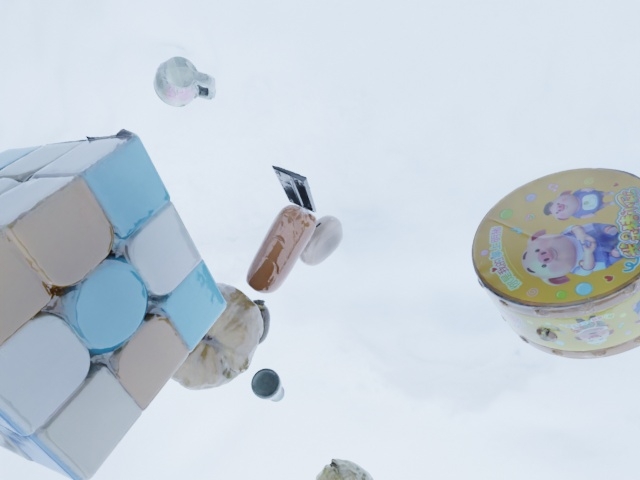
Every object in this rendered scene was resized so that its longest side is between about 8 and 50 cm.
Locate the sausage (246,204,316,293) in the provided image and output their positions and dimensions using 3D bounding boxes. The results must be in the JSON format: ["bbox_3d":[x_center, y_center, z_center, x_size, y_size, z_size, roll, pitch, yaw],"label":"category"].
[{"bbox_3d":[-0.117,0.024,1.425,0.121,0.121,0.304,43,122,18],"label":"sausage"}]

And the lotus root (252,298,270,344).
[{"bbox_3d":[-0.248,0.320,1.791,0.120,0.120,0.210,11,91,29],"label":"lotus root"}]

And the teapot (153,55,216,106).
[{"bbox_3d":[-0.507,-0.580,1.794,0.221,0.163,0.178,37,165,-17],"label":"teapot"}]

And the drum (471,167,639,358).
[{"bbox_3d":[0.586,0.043,1.118,0.431,0.431,0.214,-17,129,32],"label":"drum"}]

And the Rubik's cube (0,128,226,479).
[{"bbox_3d":[-0.414,0.076,0.716,0.346,0.347,0.345,2,127,32],"label":"Rubik's cube"}]

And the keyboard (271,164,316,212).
[{"bbox_3d":[-0.044,-0.092,0.902,0.067,0.202,0.011,23,80,9],"label":"keyboard"}]

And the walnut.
[{"bbox_3d":[-0.317,0.268,1.377,0.344,0.305,0.306,177,80,-73],"label":"walnut"}]

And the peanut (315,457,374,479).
[{"bbox_3d":[0.103,0.620,1.038,0.313,0.149,0.149,49,119,14],"label":"peanut"}]

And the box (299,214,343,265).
[{"bbox_3d":[0.000,0.000,1.681,0.088,0.200,0.146,27,142,33],"label":"box"}]

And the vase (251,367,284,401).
[{"bbox_3d":[-0.150,0.452,1.472,0.086,0.214,0.086,-2,65,4],"label":"vase"}]
